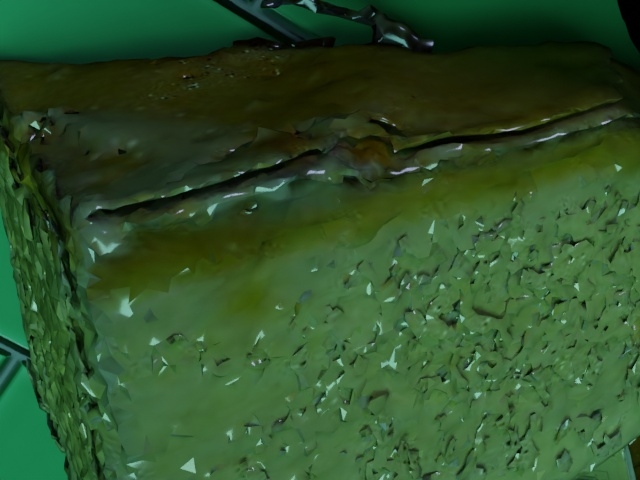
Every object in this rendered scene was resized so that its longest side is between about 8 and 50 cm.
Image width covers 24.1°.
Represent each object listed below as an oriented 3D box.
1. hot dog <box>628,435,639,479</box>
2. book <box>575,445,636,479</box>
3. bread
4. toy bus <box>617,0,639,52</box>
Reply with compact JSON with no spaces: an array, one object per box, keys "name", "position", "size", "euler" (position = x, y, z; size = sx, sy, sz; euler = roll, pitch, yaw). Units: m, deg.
[{"name":"hot dog","position":[0.163,0.052,0.784],"size":[0.083,0.068,0.289],"euler":[10,123,3]},{"name":"book","position":[0.094,0.171,0.845],"size":[0.192,0.013,0.168],"euler":[1,125,29]},{"name":"bread","position":[0.000,0.000,0.728],"size":[0.315,0.279,0.248],"euler":[-17,120,-25]},{"name":"toy bus","position":[0.198,-0.247,0.541],"size":[0.162,0.171,0.386],"euler":[-4,122,0]}]
